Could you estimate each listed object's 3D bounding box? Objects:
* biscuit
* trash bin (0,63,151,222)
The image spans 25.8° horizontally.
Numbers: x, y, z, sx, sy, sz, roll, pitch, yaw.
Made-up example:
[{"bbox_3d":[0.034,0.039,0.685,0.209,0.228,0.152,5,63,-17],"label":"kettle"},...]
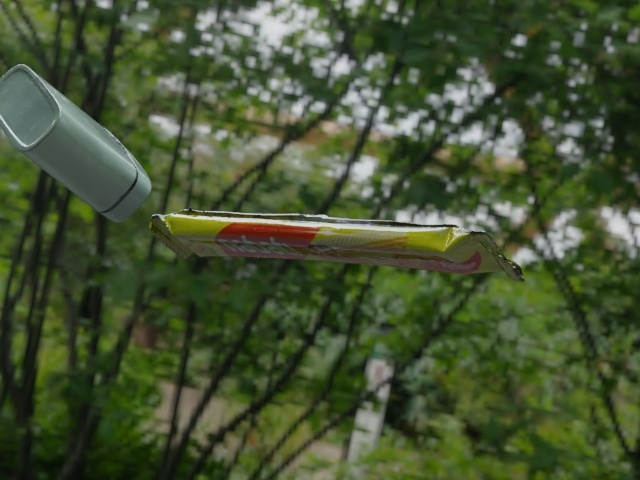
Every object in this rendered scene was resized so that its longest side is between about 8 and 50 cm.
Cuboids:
[{"bbox_3d":[0.000,0.000,0.898,0.292,0.026,0.048,3,-26,42],"label":"biscuit"},{"bbox_3d":[-0.228,-0.088,1.269,0.130,0.059,0.116,42,3,-46],"label":"trash bin"}]
